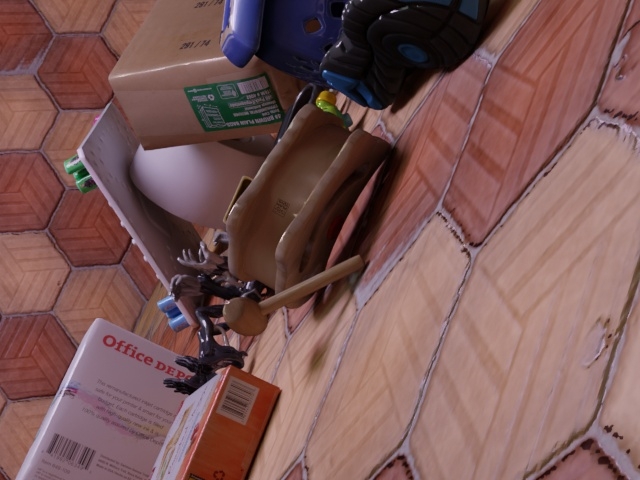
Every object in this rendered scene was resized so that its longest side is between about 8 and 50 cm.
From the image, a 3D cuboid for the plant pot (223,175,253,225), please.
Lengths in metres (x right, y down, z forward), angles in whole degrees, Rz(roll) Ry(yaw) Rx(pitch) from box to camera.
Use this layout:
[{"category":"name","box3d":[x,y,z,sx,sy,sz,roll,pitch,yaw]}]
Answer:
[{"category":"plant pot","box3d":[-0.099,-0.039,1.730,0.083,0.081,0.081,115,178,-76]}]

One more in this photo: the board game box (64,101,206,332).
[{"category":"board game box","box3d":[-0.343,-0.052,2.176,0.050,0.390,0.390,-28,18,8]}]

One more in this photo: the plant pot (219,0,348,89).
[{"category":"plant pot","box3d":[-0.018,-0.334,1.505,0.236,0.212,0.236,-165,82,-81]}]

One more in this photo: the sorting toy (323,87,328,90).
[{"category":"sorting toy","box3d":[0.011,-0.247,1.862,0.062,0.012,0.083,-66,7,-31]}]

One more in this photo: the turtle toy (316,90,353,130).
[{"category":"turtle toy","box3d":[0.000,-0.130,1.491,0.130,0.066,0.095,-48,17,58]}]

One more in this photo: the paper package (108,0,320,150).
[{"category":"paper package","box3d":[-0.155,-0.319,1.928,0.324,0.168,0.309,-5,42,27]}]

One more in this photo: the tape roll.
[{"category":"tape roll","box3d":[-0.222,-0.156,2.145,0.169,0.246,0.246,-61,11,20]}]

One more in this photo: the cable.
[{"category":"cable","box3d":[-0.035,-0.116,1.640,0.139,0.072,0.287,-45,24,57]}]

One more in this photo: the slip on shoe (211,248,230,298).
[{"category":"slip on shoe","box3d":[-0.153,0.033,1.911,0.135,0.041,0.051,-63,11,5]}]

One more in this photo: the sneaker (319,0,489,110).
[{"category":"sneaker","box3d":[0.091,-0.249,1.189,0.140,0.125,0.341,-61,12,-13]}]

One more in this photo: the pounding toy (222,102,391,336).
[{"category":"pounding toy","box3d":[0.000,0.000,1.187,0.269,0.155,0.154,-57,-20,-12]}]

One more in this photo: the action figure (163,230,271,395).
[{"category":"action figure","box3d":[-0.131,0.061,1.487,0.164,0.141,0.276,111,177,-57]}]

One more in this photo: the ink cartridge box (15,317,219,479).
[{"category":"ink cartridge box","box3d":[-0.293,0.286,1.574,0.270,0.198,0.197,-68,11,-25]}]

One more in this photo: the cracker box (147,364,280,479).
[{"category":"cracker box","box3d":[-0.133,0.242,1.259,0.156,0.067,0.232,-68,11,-25]}]
